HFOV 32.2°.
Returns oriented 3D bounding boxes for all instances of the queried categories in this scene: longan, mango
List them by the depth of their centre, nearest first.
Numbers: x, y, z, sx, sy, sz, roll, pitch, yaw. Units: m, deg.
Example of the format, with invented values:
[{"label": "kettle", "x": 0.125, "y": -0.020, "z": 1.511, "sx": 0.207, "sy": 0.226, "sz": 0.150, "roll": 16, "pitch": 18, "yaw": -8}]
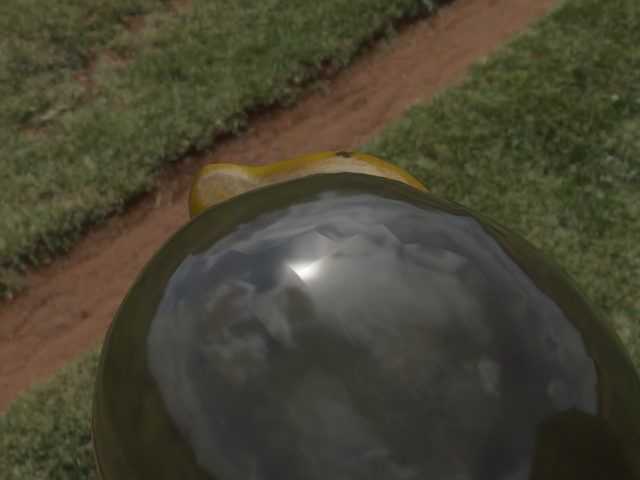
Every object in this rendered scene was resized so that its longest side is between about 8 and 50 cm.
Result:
[{"label": "longan", "x": 0.035, "y": 0.133, "z": 0.678, "sx": 0.361, "sy": 0.361, "sz": 0.361, "roll": -1, "pitch": 41, "yaw": 1}, {"label": "mango", "x": 0.004, "y": -0.002, "z": 0.913, "sx": 0.262, "sy": 0.157, "sz": 0.109, "roll": 19, "pitch": 33, "yaw": 38}]
